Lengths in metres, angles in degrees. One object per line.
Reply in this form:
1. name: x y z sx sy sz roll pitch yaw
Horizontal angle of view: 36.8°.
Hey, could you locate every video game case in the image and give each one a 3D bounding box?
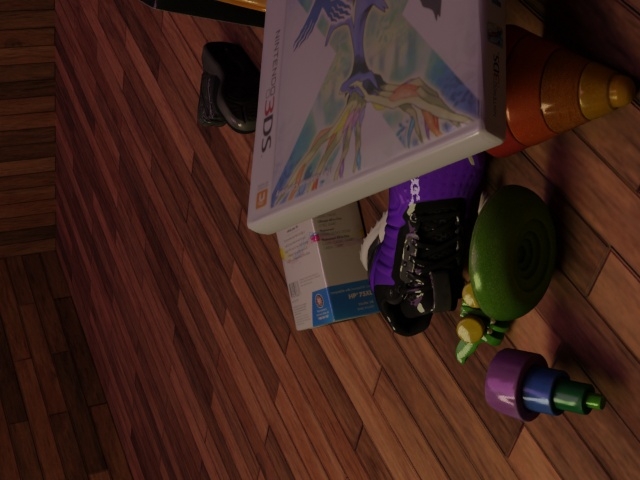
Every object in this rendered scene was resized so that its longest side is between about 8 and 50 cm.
1. video game case: 0.044 -0.184 0.921 0.329 0.036 0.300 -20 60 48

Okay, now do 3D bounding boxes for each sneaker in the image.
1. sneaker: -0.142 -0.215 1.554 0.227 0.087 0.130 -121 30 -45
2. sneaker: 0.118 0.002 1.013 0.293 0.102 0.146 102 162 -54

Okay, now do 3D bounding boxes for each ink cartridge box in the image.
1. ink cartridge box: 0.000 0.000 1.324 0.134 0.078 0.231 -24 76 64

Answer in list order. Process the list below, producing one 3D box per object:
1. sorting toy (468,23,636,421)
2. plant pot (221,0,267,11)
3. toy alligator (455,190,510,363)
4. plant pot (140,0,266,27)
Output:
1. sorting toy: 0.215 -0.008 0.852 0.126 0.127 0.366 7 103 41
2. plant pot: -0.056 -0.382 1.195 0.205 0.205 0.188 32 112 59
3. toy alligator: 0.178 0.044 0.995 0.051 0.056 0.190 12 108 17
4. plant pot: -0.175 -0.432 1.454 0.187 0.188 0.167 41 122 55
